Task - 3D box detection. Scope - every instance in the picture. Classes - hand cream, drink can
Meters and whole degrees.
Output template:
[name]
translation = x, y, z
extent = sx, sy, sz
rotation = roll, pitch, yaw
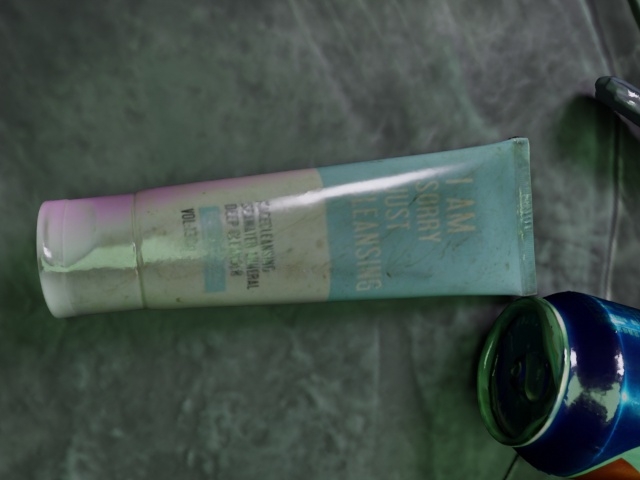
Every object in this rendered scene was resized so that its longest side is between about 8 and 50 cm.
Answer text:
[hand cream]
translation = 0.000, 0.000, 0.346
extent = 0.312, 0.070, 0.111
rotation = -7, 92, -12
[drink can]
translation = 0.215, 0.106, 0.363
extent = 0.204, 0.118, 0.118
rotation = 16, 93, -9

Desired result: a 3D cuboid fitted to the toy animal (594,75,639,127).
[toy animal]
translation = 0.369, -0.012, 0.397
extent = 0.366, 0.081, 0.206
rotation = 0, 100, -1
